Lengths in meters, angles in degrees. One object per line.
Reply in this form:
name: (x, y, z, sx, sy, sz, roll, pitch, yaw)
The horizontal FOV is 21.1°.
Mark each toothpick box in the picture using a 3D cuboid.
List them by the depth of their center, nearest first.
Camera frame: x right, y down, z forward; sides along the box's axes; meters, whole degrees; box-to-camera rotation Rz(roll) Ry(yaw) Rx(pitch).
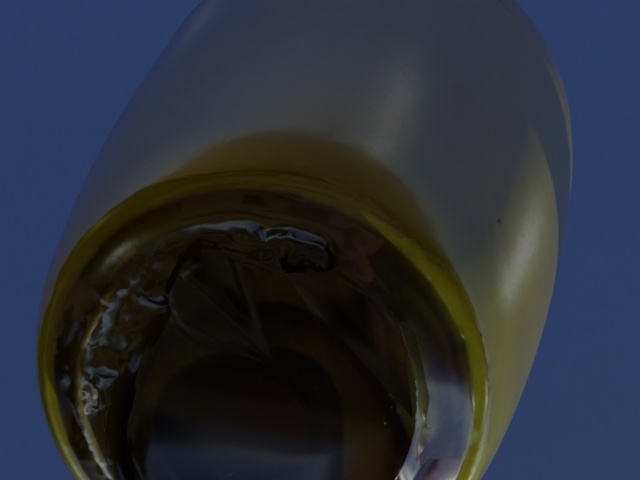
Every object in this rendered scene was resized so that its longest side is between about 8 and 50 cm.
toothpick box: (0.000, 0.000, 0.608, 0.175, 0.175, 0.271, 8, -158, 6)
